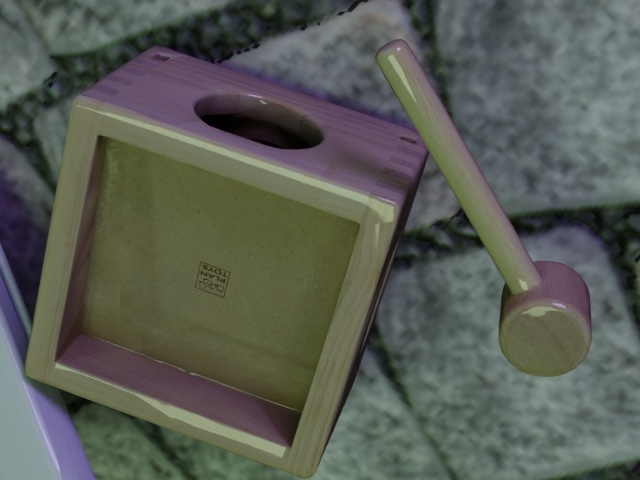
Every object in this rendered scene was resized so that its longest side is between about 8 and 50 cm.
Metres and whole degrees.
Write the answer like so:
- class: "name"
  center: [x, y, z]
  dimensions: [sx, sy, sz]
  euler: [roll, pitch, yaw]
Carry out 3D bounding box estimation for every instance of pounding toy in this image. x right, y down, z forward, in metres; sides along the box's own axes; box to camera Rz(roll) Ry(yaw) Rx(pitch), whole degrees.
- class: "pounding toy"
  center: [0.008, -0.006, 0.466]
  dimensions: [0.206, 0.094, 0.181]
  euler: [19, 116, 6]

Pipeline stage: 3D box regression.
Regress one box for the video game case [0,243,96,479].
- class: "video game case"
  center: [-0.224, 0.072, 0.544]
  dimensions: [0.227, 0.026, 0.206]
  euler: [-34, 72, 24]
